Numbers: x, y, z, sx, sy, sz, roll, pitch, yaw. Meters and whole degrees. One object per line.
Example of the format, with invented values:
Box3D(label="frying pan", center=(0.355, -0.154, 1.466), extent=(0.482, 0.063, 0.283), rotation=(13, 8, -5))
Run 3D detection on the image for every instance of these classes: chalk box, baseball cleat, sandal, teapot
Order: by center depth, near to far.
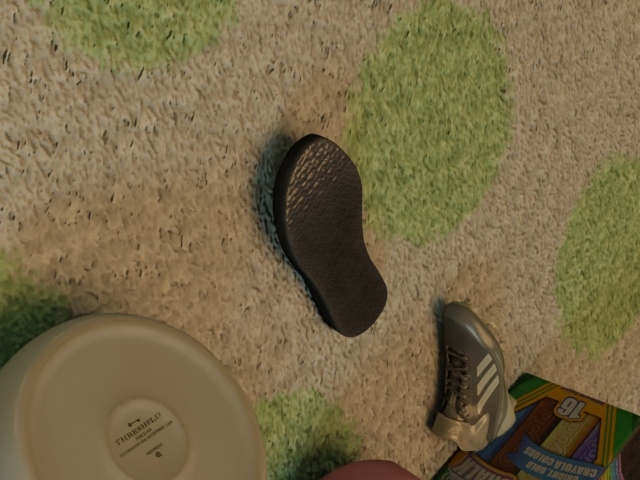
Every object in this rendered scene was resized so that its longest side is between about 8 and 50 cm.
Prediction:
Box3D(label="teapot", center=(-0.177, 0.190, 1.059), extent=(0.256, 0.187, 0.253), rotation=(17, 53, -28))
Box3D(label="sandal", center=(0.000, 0.001, 1.285), extent=(0.097, 0.054, 0.255), rotation=(-40, 139, -22))
Box3D(label="baseball cleat", center=(0.166, 0.167, 1.500), extent=(0.109, 0.072, 0.206), rotation=(-41, 126, -22))
Box3D(label="chalk box", center=(0.251, 0.335, 1.571), extent=(0.289, 0.179, 0.180), rotation=(-42, 131, -28))

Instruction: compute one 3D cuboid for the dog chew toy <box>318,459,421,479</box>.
Box3D(label="dog chew toy", center=(0.014, 0.388, 1.326), extent=(0.332, 0.206, 0.206), rotation=(-52, 135, -10))
